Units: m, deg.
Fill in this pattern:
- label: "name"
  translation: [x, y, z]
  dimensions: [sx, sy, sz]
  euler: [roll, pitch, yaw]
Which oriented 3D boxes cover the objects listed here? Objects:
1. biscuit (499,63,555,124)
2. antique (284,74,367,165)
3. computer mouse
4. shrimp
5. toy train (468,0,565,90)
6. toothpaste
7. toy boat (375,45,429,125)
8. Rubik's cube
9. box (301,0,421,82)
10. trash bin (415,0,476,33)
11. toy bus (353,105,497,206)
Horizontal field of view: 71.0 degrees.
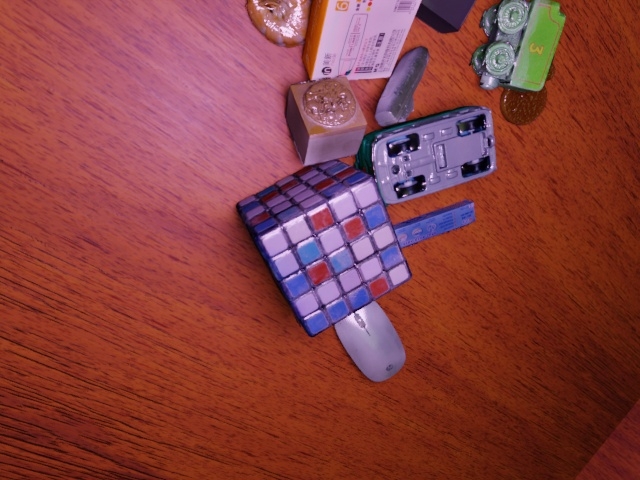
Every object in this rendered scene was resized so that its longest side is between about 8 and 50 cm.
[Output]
- label: "biscuit"
  translation: [0.577, -0.448, 1.273]
  dimensions: [0.180, 0.039, 0.236]
  euler: [-9, 111, -9]
- label: "antique"
  translation: [0.010, -0.283, 1.042]
  dimensions: [0.146, 0.148, 0.152]
  euler: [-16, 71, -14]
- label: "computer mouse"
  translation: [0.159, 0.311, 1.357]
  dimensions: [0.159, 0.097, 0.288]
  euler: [-32, 116, -5]
- label: "shrimp"
  translation: [-0.109, -0.565, 0.980]
  dimensions: [0.152, 0.063, 0.287]
  euler: [-28, 117, 4]
- label: "toy train"
  translation: [0.505, -0.505, 1.155]
  dimensions: [0.188, 0.132, 0.243]
  euler: [10, 107, -5]
- label: "toothpaste"
  translation: [0.325, -0.047, 1.318]
  dimensions: [0.272, 0.053, 0.066]
  euler: [-19, 109, -12]
- label: "toy boat"
  translation: [0.213, -0.384, 1.109]
  dimensions: [0.085, 0.078, 0.260]
  euler: [41, 64, -32]
- label: "Rubik's cube"
  translation: [0.000, 0.000, 1.083]
  dimensions: [0.293, 0.292, 0.287]
  euler: [-28, 116, -7]
- label: "box"
  translation: [0.087, -0.480, 0.978]
  dimensions: [0.220, 0.091, 0.274]
  euler: [-8, 153, -19]
- label: "trash bin"
  translation: [0.314, -0.642, 1.073]
  dimensions: [0.165, 0.115, 0.225]
  euler: [21, 102, -24]
- label: "toy bus"
  translation: [0.254, -0.222, 1.147]
  dimensions: [0.343, 0.199, 0.184]
  euler: [-17, 110, -14]
